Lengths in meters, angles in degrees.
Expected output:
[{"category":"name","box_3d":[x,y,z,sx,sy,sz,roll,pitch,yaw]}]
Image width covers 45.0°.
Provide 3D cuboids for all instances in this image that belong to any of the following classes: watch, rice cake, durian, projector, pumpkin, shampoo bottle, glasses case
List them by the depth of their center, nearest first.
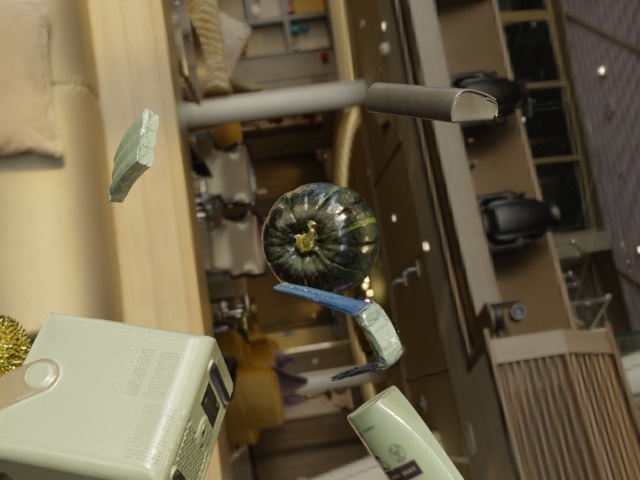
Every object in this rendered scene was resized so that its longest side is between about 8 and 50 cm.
[{"category":"projector","box_3d":[-0.237,0.193,0.861,0.163,0.243,0.177,78,21,-51]},{"category":"glasses case","box_3d":[0.139,-0.178,1.000,0.191,0.072,0.042,22,-71,56]},{"category":"shampoo bottle","box_3d":[0.187,0.405,1.233,0.359,0.078,0.134,55,-40,9]},{"category":"rice cake","box_3d":[-0.373,-0.164,1.523,0.237,0.043,0.127,-33,-132,55]},{"category":"watch","box_3d":[0.043,0.182,1.726,0.276,0.068,0.274,57,-33,-4]},{"category":"durian","box_3d":[-0.855,0.250,1.982,0.237,0.193,0.137,-122,-156,-43]},{"category":"pumpkin","box_3d":[0.000,0.000,2.079,0.241,0.323,0.323,-27,111,-65]}]
